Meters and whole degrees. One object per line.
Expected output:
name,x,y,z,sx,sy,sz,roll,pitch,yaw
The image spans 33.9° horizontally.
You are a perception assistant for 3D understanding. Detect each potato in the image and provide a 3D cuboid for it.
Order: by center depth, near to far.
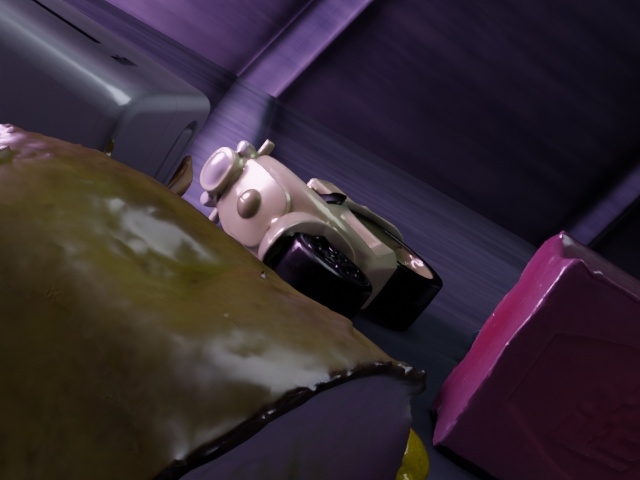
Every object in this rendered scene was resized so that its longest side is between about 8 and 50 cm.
potato,-0.127,0.060,0.469,0.266,0.229,0.229,43,16,26

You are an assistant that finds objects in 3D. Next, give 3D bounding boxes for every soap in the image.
soap,0.320,0.183,1.039,0.360,0.233,0.128,32,14,-5

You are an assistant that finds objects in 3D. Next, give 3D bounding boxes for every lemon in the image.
lemon,0.054,0.173,0.820,0.062,0.062,0.083,27,11,-25

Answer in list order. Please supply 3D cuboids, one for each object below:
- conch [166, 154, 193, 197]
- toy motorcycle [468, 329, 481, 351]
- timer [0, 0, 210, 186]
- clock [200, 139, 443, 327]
conch,-0.226,-0.079,1.050,0.158,0.127,0.255,59,30,-16
toy motorcycle,0.317,0.168,1.336,0.260,0.154,0.206,30,33,22
timer,-0.227,-0.074,0.774,0.195,0.192,0.194,34,12,4
clock,0.000,0.000,1.265,0.276,0.120,0.379,42,10,23
